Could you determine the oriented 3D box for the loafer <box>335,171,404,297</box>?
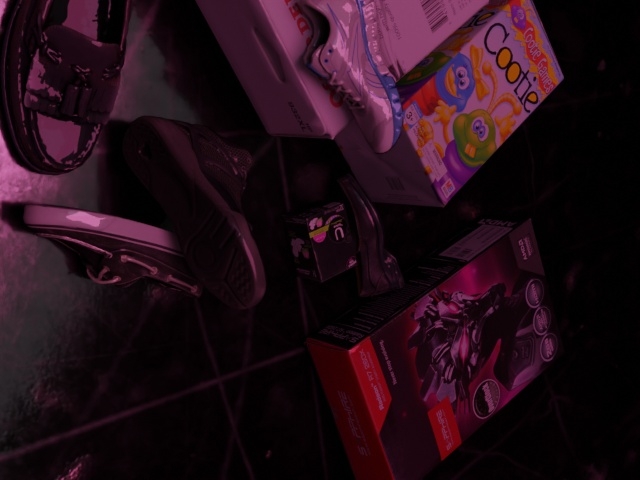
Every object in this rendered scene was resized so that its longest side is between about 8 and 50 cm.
[{"bbox_3d":[0.050,-0.003,1.129,0.061,0.062,0.170,-24,105,-3],"label":"loafer"}]

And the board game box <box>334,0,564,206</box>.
[{"bbox_3d":[0.161,-0.185,1.140,0.275,0.144,0.142,-45,119,-26],"label":"board game box"}]

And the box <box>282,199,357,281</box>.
[{"bbox_3d":[0.000,0.000,1.093,0.062,0.052,0.083,-24,110,-32],"label":"box"}]

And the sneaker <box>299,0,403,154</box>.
[{"bbox_3d":[0.025,-0.176,0.929,0.083,0.071,0.190,-25,104,-25],"label":"sneaker"}]

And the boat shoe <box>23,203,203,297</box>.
[{"bbox_3d":[-0.204,0.014,0.920,0.219,0.078,0.070,18,83,-40],"label":"boat shoe"}]

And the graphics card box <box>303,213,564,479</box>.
[{"bbox_3d":[0.171,0.146,1.218,0.371,0.094,0.233,-32,113,-32],"label":"graphics card box"}]

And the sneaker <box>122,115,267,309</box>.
[{"bbox_3d":[-0.102,-0.036,0.940,0.130,0.087,0.227,-12,62,-54],"label":"sneaker"}]

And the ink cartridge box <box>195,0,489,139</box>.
[{"bbox_3d":[0.027,-0.294,1.031,0.307,0.129,0.223,-43,120,-26],"label":"ink cartridge box"}]

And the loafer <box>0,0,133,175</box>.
[{"bbox_3d":[-0.235,-0.213,0.858,0.109,0.095,0.302,9,90,-38],"label":"loafer"}]
